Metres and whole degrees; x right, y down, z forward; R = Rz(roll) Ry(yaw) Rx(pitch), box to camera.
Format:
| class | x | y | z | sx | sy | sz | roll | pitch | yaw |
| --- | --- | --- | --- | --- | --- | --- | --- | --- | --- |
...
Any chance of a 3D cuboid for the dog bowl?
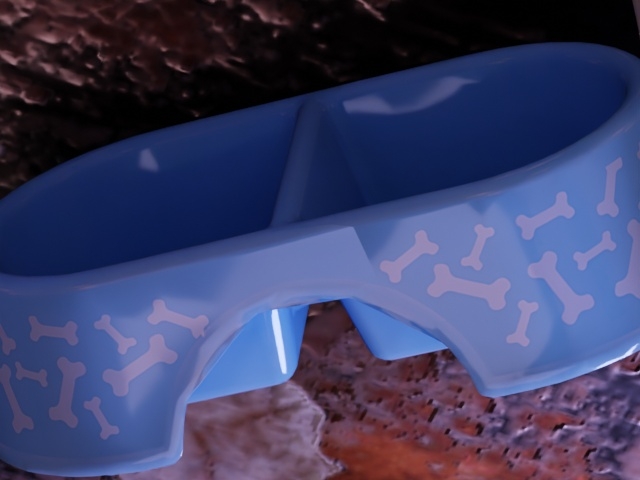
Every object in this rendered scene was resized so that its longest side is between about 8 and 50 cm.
| class | x | y | z | sx | sy | sz | roll | pitch | yaw |
| --- | --- | --- | --- | --- | --- | --- | --- | --- | --- |
| dog bowl | 0.000 | 0.000 | 0.749 | 0.297 | 0.166 | 0.074 | -13 | 113 | 11 |

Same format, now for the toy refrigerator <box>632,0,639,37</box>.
| class | x | y | z | sx | sy | sz | roll | pitch | yaw |
| --- | --- | --- | --- | --- | --- | --- | --- | --- | --- |
| toy refrigerator | 0.162 | -0.081 | 0.610 | 0.094 | 0.269 | 0.102 | 20 | 123 | -13 |
